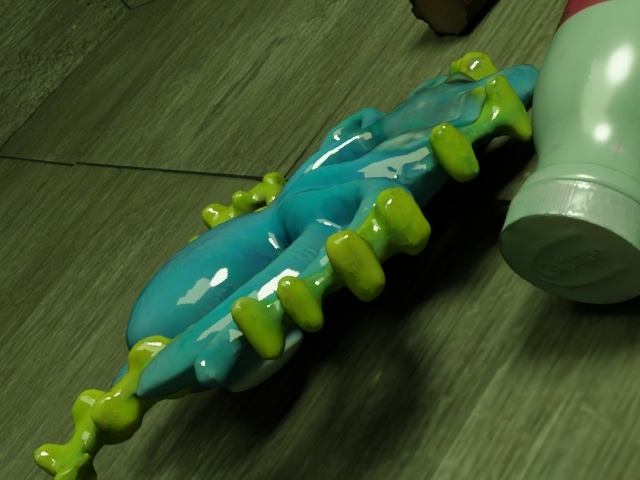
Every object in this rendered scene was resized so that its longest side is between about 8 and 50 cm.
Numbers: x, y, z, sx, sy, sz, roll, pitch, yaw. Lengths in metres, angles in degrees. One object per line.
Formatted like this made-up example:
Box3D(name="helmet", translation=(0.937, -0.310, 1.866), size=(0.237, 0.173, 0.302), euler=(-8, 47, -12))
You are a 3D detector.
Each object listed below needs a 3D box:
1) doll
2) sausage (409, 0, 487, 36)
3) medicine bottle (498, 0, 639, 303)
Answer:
Box3D(name="doll", translation=(0.000, 0.000, 0.490), size=(0.341, 0.098, 0.346), euler=(-33, 14, 8))
Box3D(name="sausage", translation=(0.209, -0.340, 0.673), size=(0.371, 0.082, 0.082), euler=(-49, 30, -10))
Box3D(name="medicine bottle", translation=(0.156, -0.075, 0.386), size=(0.090, 0.090, 0.216), euler=(-7, 46, 47))
